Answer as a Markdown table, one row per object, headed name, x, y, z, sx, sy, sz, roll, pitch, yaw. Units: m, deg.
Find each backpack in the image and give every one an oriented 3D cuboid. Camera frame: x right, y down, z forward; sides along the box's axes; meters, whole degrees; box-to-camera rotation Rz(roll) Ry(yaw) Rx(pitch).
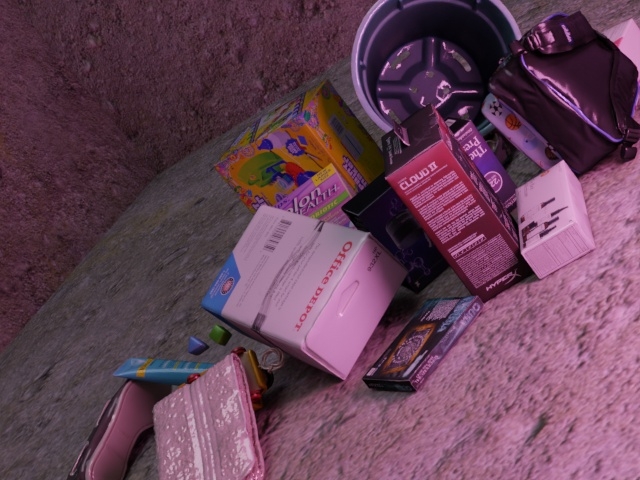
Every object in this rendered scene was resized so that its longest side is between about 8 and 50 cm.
| name | x | y | z | sx | sy | sz | roll | pitch | yaw |
| --- | --- | --- | --- | --- | --- | --- | --- | --- | --- |
| backpack | 0.426 | -0.259 | 1.818 | 0.213 | 0.276 | 0.263 | -39 | 7 | 49 |

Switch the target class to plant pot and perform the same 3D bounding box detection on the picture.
| name | x | y | z | sx | sy | sz | roll | pitch | yaw |
| --- | --- | --- | --- | --- | --- | --- | --- | --- | --- |
| plant pot | 0.240 | -0.343 | 2.215 | 0.341 | 0.341 | 0.334 | -38 | -4 | 2 |

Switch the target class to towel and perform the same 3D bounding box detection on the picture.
| name | x | y | z | sx | sy | sz | roll | pitch | yaw |
| --- | --- | --- | --- | --- | --- | --- | --- | --- | --- |
| towel | -0.190 | 0.328 | 1.710 | 0.187 | 0.049 | 0.282 | -33 | 39 | 12 |

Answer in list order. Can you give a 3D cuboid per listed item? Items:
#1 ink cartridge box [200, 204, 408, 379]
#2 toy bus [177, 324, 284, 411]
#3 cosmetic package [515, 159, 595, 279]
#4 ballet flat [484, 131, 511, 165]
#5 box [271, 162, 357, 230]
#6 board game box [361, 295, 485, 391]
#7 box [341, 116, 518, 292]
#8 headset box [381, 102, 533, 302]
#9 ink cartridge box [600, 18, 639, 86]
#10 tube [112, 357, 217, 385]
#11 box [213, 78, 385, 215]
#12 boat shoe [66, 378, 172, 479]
| name | x | y | z | sx | sy | sz | roll | pitch | yaw |
| --- | --- | --- | --- | --- | --- | --- | --- | --- | --- |
| ink cartridge box | -0.033 | 0.083 | 1.829 | 0.307 | 0.129 | 0.223 | 17 | 71 | 50 |
| toy bus | -0.148 | 0.263 | 1.853 | 0.202 | 0.104 | 0.191 | 17 | 83 | 32 |
| cosmetic package | 0.365 | -0.038 | 1.656 | 0.099 | 0.060 | 0.239 | -31 | 18 | 20 |
| ballet flat | 0.295 | -0.131 | 2.009 | 0.077 | 0.079 | 0.221 | -18 | 27 | 48 |
| box | 0.000 | 0.000 | 2.090 | 0.213 | 0.117 | 0.243 | -36 | 35 | 8 |
| board game box | 0.159 | 0.158 | 1.627 | 0.186 | 0.026 | 0.126 | -47 | 19 | -26 |
| box | 0.199 | -0.065 | 1.853 | 0.261 | 0.184 | 0.103 | -41 | 20 | -7 |
| headset box | 0.206 | -0.075 | 1.676 | 0.110 | 0.293 | 0.218 | -34 | 18 | 14 |
| ink cartridge box | 0.512 | -0.316 | 2.025 | 0.218 | 0.092 | 0.158 | -24 | 22 | 44 |
| tube | -0.302 | 0.261 | 2.088 | 0.207 | 0.052 | 0.080 | 4 | 14 | 16 |
| box | -0.027 | -0.155 | 2.369 | 0.279 | 0.290 | 0.177 | -26 | 22 | 38 |
| boat shoe | -0.403 | 0.374 | 2.078 | 0.095 | 0.112 | 0.335 | -21 | 27 | 33 |
